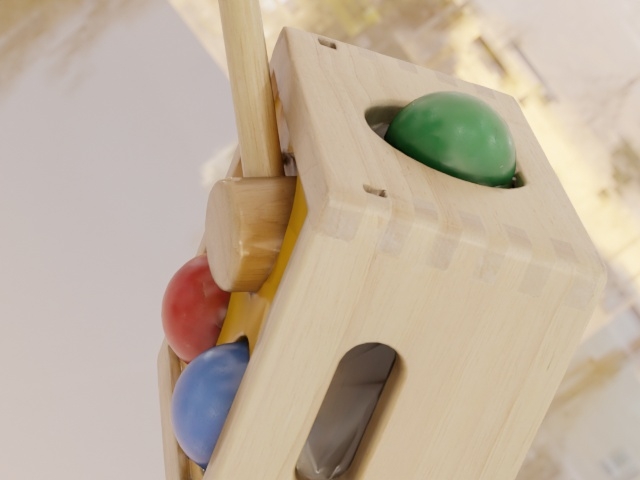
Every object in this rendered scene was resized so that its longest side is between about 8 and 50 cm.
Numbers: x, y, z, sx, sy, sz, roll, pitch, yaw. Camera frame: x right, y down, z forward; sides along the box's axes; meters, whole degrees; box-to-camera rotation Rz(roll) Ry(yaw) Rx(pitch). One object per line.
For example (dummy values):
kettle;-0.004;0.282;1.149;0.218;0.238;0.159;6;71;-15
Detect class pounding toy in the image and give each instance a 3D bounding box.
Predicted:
pounding toy;0.000;0.000;0.486;0.100;0.141;0.130;15;-157;-14
